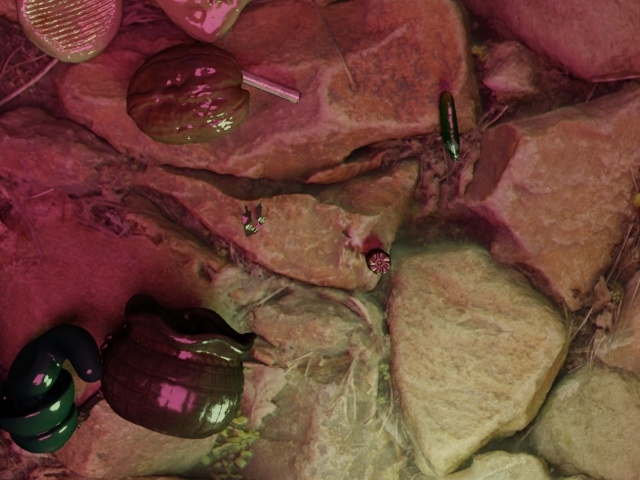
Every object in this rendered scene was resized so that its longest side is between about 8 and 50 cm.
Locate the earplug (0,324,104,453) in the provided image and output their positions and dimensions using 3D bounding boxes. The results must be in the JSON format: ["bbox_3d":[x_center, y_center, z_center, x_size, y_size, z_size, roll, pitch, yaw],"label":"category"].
[{"bbox_3d":[-0.523,0.298,1.352,0.257,0.164,0.280,-3,116,0],"label":"earplug"}]

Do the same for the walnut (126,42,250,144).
[{"bbox_3d":[-0.242,-0.259,1.233,0.230,0.178,0.178,-13,113,10],"label":"walnut"}]

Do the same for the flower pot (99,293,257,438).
[{"bbox_3d":[-0.284,0.242,1.357,0.301,0.302,0.213,19,91,-20],"label":"flower pot"}]

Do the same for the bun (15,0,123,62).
[{"bbox_3d":[-0.429,-0.400,1.166,0.183,0.102,0.183,-15,119,-28],"label":"bun"}]

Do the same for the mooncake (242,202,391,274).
[{"bbox_3d":[-0.005,-0.002,1.453,0.346,0.057,0.150,0,97,-21],"label":"mooncake"}]

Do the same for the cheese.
[{"bbox_3d":[-0.170,-0.480,1.209,0.159,0.093,0.263,37,97,-24],"label":"cheese"}]

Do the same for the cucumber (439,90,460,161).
[{"bbox_3d":[0.271,-0.235,1.441,0.037,0.037,0.155,-16,112,-8],"label":"cucumber"}]

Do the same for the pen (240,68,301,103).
[{"bbox_3d":[-0.134,-0.308,1.318,0.204,0.025,0.025,17,105,-19],"label":"pen"}]

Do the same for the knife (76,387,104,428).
[{"bbox_3d":[-0.512,0.375,1.474,0.222,0.021,0.045,-38,117,1],"label":"knife"}]
